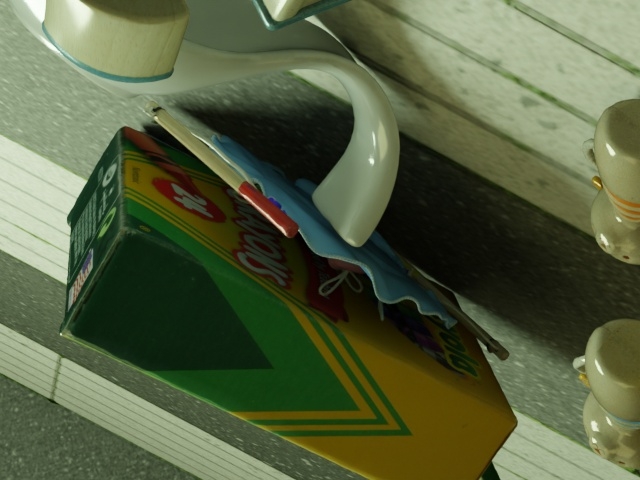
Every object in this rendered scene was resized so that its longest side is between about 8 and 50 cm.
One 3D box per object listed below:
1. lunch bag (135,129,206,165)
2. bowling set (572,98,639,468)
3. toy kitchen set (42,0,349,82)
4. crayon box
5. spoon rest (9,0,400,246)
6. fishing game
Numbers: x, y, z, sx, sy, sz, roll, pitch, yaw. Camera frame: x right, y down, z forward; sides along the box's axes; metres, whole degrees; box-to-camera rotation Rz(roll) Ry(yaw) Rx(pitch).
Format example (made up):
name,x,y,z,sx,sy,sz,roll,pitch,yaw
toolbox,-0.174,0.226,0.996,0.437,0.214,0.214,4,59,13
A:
name,x,y,z,sx,sy,sz,roll,pitch,yaw
lunch bag,-0.113,-0.041,1.106,0.071,0.053,0.083,29,172,1
bowling set,0.183,0.091,0.736,0.287,0.200,0.154,43,170,23
toy kitchen set,-0.068,-0.175,0.657,0.207,0.166,0.122,63,163,8
crayon box,-0.003,0.056,0.999,0.318,0.081,0.202,27,-165,-17
spoon rest,-0.053,-0.094,0.783,0.276,0.084,0.137,34,-169,-42
fishing game,0.000,0.000,0.946,0.189,0.041,0.264,42,-173,34
